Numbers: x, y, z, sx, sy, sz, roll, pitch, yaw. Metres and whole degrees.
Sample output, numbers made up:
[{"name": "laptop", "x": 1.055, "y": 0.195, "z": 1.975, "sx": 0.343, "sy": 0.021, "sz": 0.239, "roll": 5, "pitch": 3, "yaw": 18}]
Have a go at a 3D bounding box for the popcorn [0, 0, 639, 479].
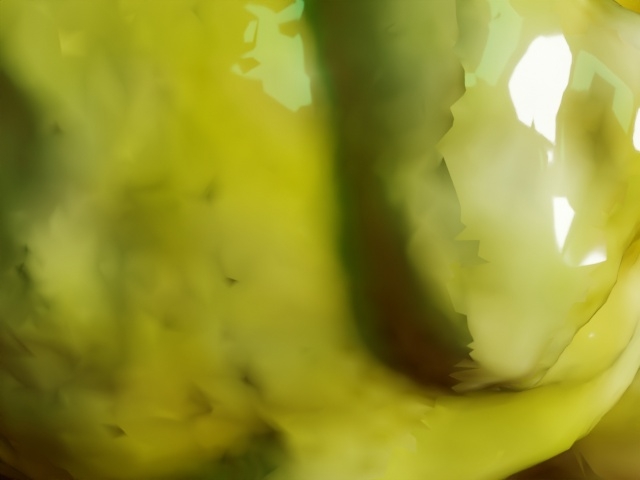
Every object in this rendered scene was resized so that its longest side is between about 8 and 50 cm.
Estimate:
[{"name": "popcorn", "x": 0.000, "y": 0.000, "z": 0.497, "sx": 0.316, "sy": 0.297, "sz": 0.281, "roll": 21, "pitch": 74, "yaw": -17}]
